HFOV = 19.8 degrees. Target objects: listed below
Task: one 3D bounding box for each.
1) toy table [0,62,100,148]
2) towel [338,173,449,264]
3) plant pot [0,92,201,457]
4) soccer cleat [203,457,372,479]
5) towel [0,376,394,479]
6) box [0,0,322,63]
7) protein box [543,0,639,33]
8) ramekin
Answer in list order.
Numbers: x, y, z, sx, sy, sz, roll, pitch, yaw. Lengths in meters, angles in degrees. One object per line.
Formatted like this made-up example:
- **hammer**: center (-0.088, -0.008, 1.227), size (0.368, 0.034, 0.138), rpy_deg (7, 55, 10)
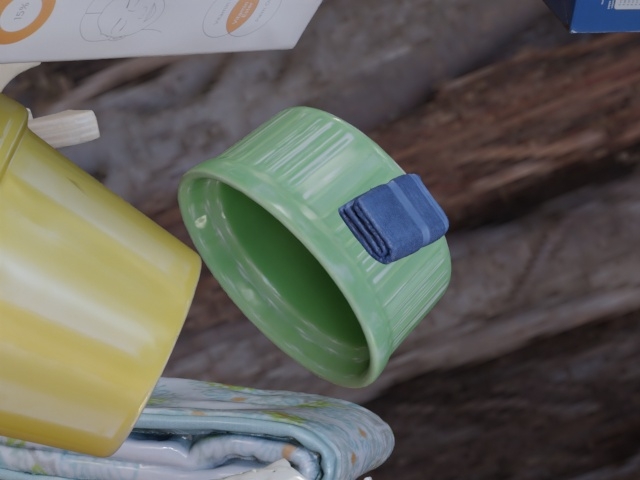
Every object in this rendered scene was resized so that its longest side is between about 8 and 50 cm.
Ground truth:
- **toy table**: center (-0.323, -0.095, 1.716), size (0.252, 0.161, 0.274), rpy_deg (28, -49, 56)
- **towel**: center (0.065, -0.018, 1.578), size (0.067, 0.029, 0.119), rpy_deg (55, 30, 6)
- **plant pot**: center (-0.225, 0.034, 1.310), size (0.239, 0.254, 0.254), rpy_deg (25, 22, -10)
- **soccer cleat**: center (-0.054, 0.194, 1.348), size (0.068, 0.196, 0.076), rpy_deg (65, 34, -77)
- **towel**: center (-0.136, 0.186, 1.793), size (0.320, 0.374, 0.090), rpy_deg (-10, 106, -77)
- **box**: center (-0.126, -0.249, 1.180), size (0.168, 0.215, 0.345), rpy_deg (48, 32, 23)
- **protein box**: center (0.313, -0.306, 1.674), size (0.136, 0.201, 0.200), rpy_deg (-116, -152, -54)
- **ramekin**: center (0.000, 0.000, 2.002), size (0.303, 0.148, 0.303), rpy_deg (40, -23, 21)
